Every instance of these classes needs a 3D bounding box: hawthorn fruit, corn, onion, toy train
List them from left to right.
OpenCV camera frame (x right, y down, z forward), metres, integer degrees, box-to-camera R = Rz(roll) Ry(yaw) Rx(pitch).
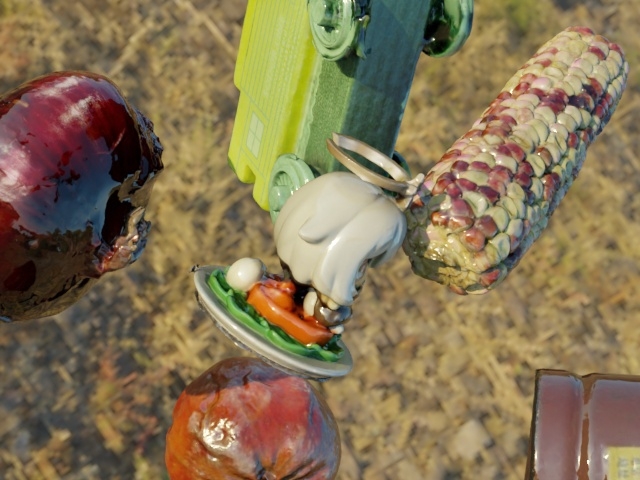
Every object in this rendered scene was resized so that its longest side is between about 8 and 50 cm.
[{"bbox_3d":[-0.298,-0.034,1.640,0.232,0.314,0.314,39,25,12],"label":"onion"},{"bbox_3d":[-0.101,0.253,2.012,0.242,0.242,0.271,34,22,-34],"label":"hawthorn fruit"},{"bbox_3d":[0.016,-0.194,1.673,0.179,0.442,0.272,-5,36,-28],"label":"toy train"},{"bbox_3d":[0.153,-0.068,1.095,0.092,0.092,0.280,48,56,-13],"label":"corn"}]

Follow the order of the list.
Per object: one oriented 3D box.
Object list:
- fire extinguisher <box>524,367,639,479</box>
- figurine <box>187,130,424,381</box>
[{"bbox_3d":[0.203,0.077,0.542,0.075,0.252,0.106,75,20,-65],"label":"fire extinguisher"},{"bbox_3d":[0.000,0.000,1.001,0.132,0.153,0.132,30,14,-9],"label":"figurine"}]
